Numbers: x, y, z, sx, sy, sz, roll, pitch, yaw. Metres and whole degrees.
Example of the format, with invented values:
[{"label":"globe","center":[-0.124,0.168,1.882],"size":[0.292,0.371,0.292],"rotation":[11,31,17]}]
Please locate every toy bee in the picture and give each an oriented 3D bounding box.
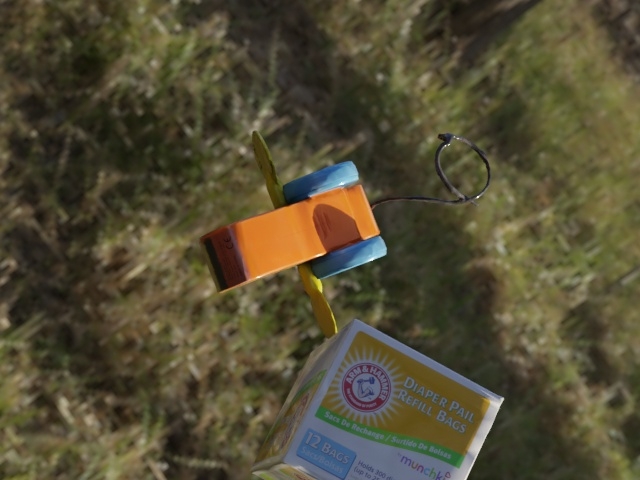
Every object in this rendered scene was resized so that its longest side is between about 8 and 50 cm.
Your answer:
[{"label":"toy bee","center":[0.000,0.000,1.377],"size":[0.298,0.162,0.195],"rotation":[5,74,-32]}]

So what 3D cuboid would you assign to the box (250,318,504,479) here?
[{"label":"box","center":[0.032,0.135,1.003],"size":[0.114,0.103,0.203],"rotation":[28,-13,-3]}]
